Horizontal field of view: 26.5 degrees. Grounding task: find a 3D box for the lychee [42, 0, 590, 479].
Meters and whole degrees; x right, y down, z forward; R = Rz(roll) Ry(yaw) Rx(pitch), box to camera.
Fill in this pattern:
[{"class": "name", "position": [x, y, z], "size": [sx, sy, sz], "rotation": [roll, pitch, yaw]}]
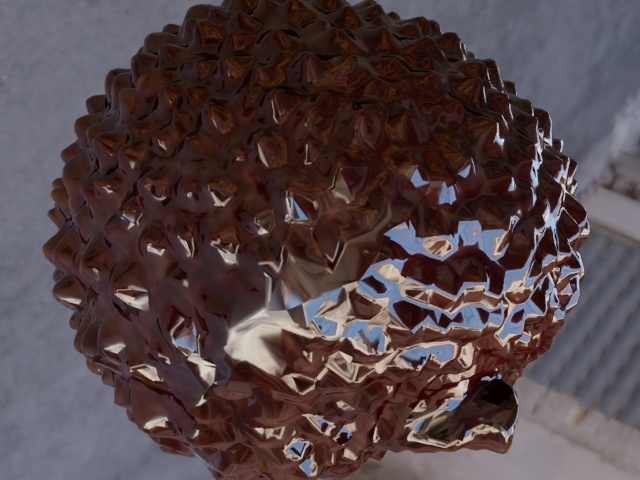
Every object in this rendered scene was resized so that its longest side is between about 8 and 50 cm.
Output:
[{"class": "lychee", "position": [0.000, 0.000, 0.812], "size": [0.306, 0.330, 0.306], "rotation": [-31, 160, -13]}]
